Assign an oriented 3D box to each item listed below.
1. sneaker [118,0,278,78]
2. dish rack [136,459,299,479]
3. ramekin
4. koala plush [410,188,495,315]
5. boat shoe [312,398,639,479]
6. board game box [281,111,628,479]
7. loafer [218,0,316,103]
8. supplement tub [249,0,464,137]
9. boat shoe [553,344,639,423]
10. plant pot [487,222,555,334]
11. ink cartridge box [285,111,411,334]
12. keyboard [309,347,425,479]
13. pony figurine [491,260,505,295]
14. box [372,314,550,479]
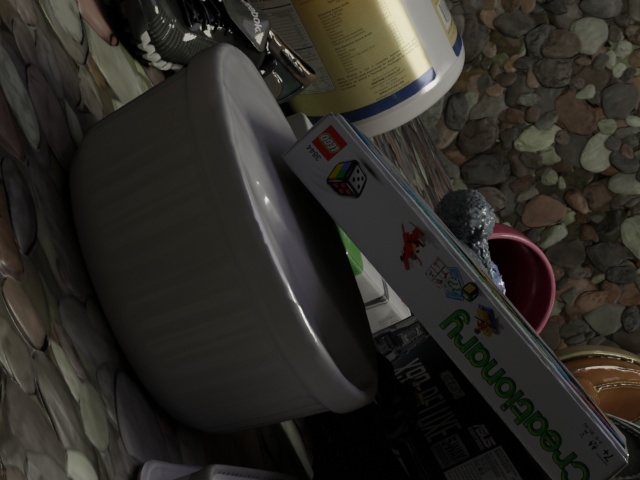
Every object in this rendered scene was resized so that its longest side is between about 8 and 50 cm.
[{"bbox_3d":[-0.102,-0.187,1.504,0.234,0.106,0.078,44,25,-67],"label":"sneaker"},{"bbox_3d":[0.000,0.291,1.094,0.285,0.072,0.332,37,33,-73],"label":"dish rack"},{"bbox_3d":[-0.069,0.009,1.183,0.273,0.127,0.272,-23,90,-81],"label":"ramekin"},{"bbox_3d":[0.125,0.070,1.899,0.221,0.196,0.203,-100,174,-79],"label":"koala plush"},{"bbox_3d":[0.161,0.168,1.510,0.119,0.335,0.121,109,-10,-50],"label":"boat shoe"},{"bbox_3d":[0.102,0.047,1.217,0.305,0.053,0.193,50,6,9],"label":"board game box"},{"bbox_3d":[-0.091,-0.253,1.772,0.096,0.084,0.267,-99,163,-54],"label":"loafer"},{"bbox_3d":[0.016,-0.301,2.034,0.228,0.228,0.316,-95,160,-61],"label":"supplement tub"},{"bbox_3d":[0.219,0.177,1.687,0.104,0.307,0.110,54,-43,44],"label":"boat shoe"},{"bbox_3d":[0.210,0.053,2.446,0.201,0.201,0.180,62,-5,-27],"label":"plant pot"},{"bbox_3d":[0.000,0.000,1.670,0.219,0.093,0.160,50,20,-61],"label":"ink cartridge box"},{"bbox_3d":[0.035,0.171,1.281,0.317,0.033,0.201,-131,-137,-70],"label":"keyboard"},{"bbox_3d":[0.252,0.200,2.187,0.363,0.303,0.351,55,21,0],"label":"pony figurine"},{"bbox_3d":[0.131,0.222,1.314,0.307,0.077,0.242,-121,-174,-67],"label":"box"}]
